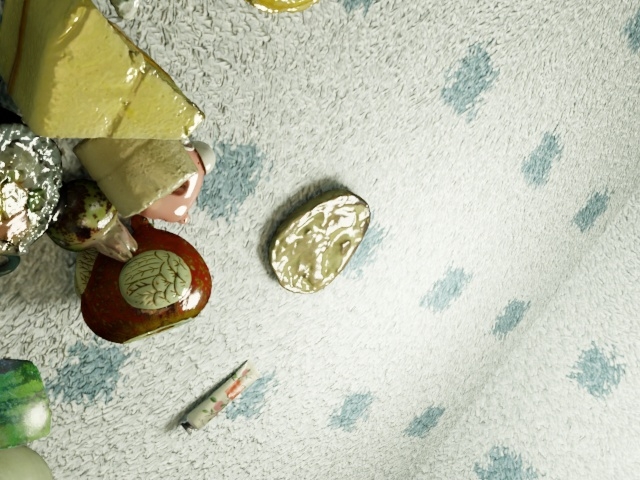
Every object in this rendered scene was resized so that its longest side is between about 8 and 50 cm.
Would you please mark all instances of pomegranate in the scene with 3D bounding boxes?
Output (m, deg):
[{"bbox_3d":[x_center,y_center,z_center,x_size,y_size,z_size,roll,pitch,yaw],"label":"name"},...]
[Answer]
[{"bbox_3d":[-0.384,-0.037,1.075,0.163,0.125,0.138,17,153,-21],"label":"pomegranate"}]

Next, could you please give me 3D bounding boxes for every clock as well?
[{"bbox_3d":[-0.277,-0.119,1.151,0.166,0.093,0.162,12,109,-45],"label":"clock"}]

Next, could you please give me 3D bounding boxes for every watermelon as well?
[{"bbox_3d":[-0.622,0.297,1.178,0.231,0.128,0.146,5,99,-41],"label":"watermelon"}]

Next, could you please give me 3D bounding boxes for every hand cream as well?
[{"bbox_3d":[-0.253,0.401,1.620,0.234,0.050,0.080,-40,136,-18],"label":"hand cream"}]

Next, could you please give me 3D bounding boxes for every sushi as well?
[{"bbox_3d":[-0.505,-0.096,0.900,0.225,0.219,0.238,90,17,-63],"label":"sushi"}]

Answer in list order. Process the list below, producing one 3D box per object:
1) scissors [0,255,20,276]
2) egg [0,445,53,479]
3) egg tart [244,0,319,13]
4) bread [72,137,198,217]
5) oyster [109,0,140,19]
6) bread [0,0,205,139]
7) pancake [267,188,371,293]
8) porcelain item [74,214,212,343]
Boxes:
[{"bbox_3d":[-0.607,-0.002,0.990,0.289,0.041,0.138,8,123,-45],"label":"scissors"},{"bbox_3d":[-0.672,0.499,1.162,0.352,0.258,0.258,-4,123,-48],"label":"egg"},{"bbox_3d":[-0.042,-0.508,1.034,0.290,0.115,0.290,-24,134,-28],"label":"egg tart"},{"bbox_3d":[-0.293,-0.128,1.015,0.148,0.134,0.141,-29,113,8],"label":"bread"},{"bbox_3d":[-0.285,-0.454,0.843,0.198,0.112,0.267,-43,123,-6],"label":"oyster"},{"bbox_3d":[-0.293,-0.272,0.883,0.236,0.263,0.198,2,124,-41],"label":"bread"},{"bbox_3d":[0.000,0.000,1.518,0.295,0.049,0.294,-23,137,-24],"label":"pancake"},{"bbox_3d":[-0.333,0.064,1.187,0.253,0.253,0.252,-23,134,-27],"label":"porcelain item"}]
